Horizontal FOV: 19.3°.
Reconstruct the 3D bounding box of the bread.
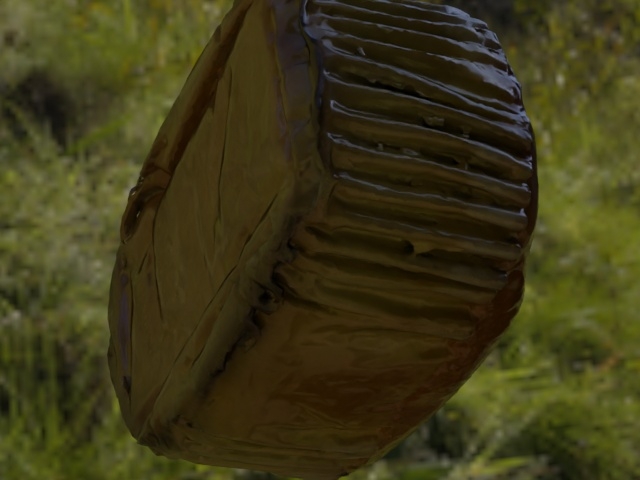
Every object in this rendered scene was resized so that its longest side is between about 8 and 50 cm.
[{"bbox_3d":[0.000,0.000,0.653,0.114,0.132,0.190,9,-39,-28],"label":"bread"}]
